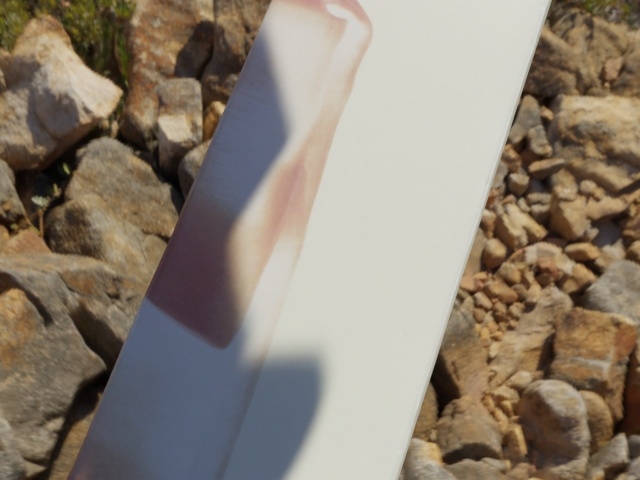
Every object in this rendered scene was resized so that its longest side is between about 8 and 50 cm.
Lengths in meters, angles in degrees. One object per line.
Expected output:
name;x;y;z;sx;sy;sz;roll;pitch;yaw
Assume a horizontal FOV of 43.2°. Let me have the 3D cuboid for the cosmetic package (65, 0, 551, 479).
cosmetic package;0.000;0.000;0.413;0.129;0.153;0.296;21;74;0
